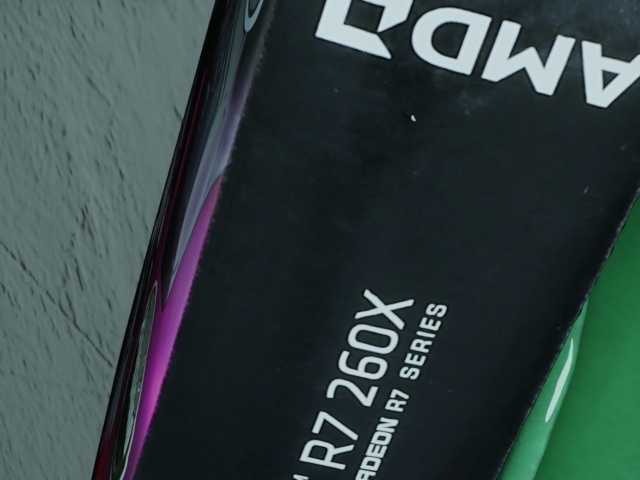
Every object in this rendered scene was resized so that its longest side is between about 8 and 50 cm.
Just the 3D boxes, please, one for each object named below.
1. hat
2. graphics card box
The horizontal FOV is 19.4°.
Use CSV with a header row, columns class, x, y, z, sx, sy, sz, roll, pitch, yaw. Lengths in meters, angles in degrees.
class,x,y,z,sx,sy,sz,roll,pitch,yaw
hat,0.132,0.048,0.540,0.173,0.183,0.208,112,170,-47
graphics card box,0.000,0.000,0.539,0.233,0.094,0.371,-83,11,-48
